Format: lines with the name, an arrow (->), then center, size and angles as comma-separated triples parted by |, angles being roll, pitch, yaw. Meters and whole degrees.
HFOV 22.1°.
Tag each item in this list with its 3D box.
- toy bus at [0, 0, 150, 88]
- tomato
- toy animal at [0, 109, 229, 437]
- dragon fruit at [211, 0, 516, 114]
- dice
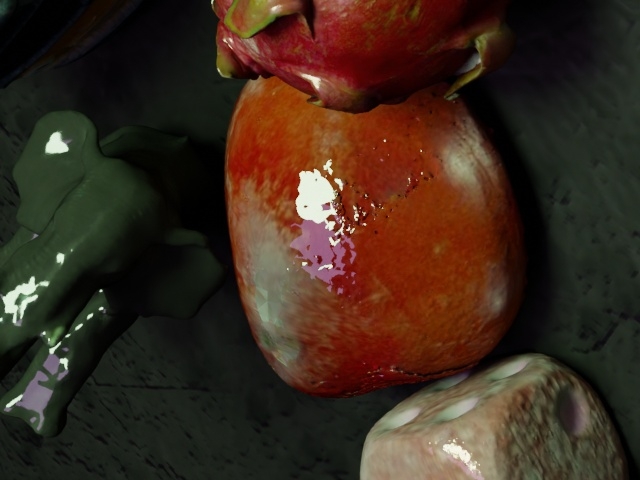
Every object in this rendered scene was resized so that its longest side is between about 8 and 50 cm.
toy bus -> -0.226, -0.225, 0.787 | 0.162, 0.194, 0.323 | -32, 90, 49
tomato -> 0.000, 0.000, 0.772 | 0.189, 0.099, 0.173 | -6, 111, 48
toy animal -> -0.123, 0.006, 0.808 | 0.114, 0.245, 0.146 | 42, 104, -16
dragon fruit -> 0.026, -0.118, 0.656 | 0.166, 0.136, 0.133 | -42, 72, 30
dice -> 0.081, 0.112, 0.765 | 0.093, 0.091, 0.094 | -15, 103, 49
